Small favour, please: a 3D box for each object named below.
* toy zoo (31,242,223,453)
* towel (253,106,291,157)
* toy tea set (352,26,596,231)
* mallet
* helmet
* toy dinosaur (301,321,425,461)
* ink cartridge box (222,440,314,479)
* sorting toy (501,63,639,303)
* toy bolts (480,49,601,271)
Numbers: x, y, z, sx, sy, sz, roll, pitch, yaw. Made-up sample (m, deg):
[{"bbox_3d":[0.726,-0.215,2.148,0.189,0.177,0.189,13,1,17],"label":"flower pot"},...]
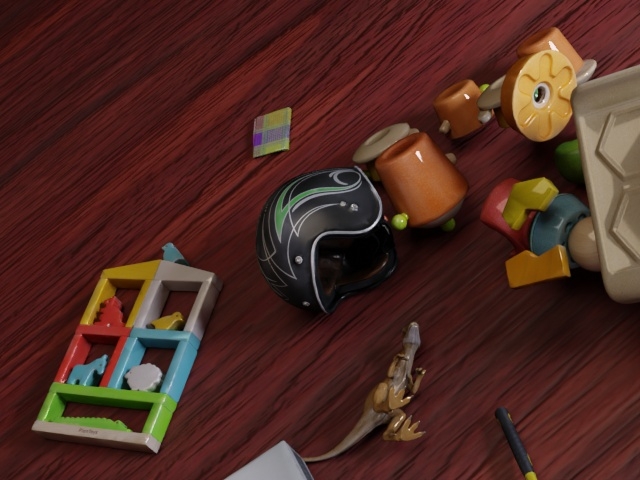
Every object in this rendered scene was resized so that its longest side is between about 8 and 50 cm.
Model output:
[{"bbox_3d":[-0.245,0.132,1.383,0.192,0.030,0.293,0,56,29],"label":"toy zoo"},{"bbox_3d":[-0.070,-0.157,1.524,0.060,0.009,0.083,-14,51,19],"label":"towel"},{"bbox_3d":[0.204,-0.127,1.306,0.336,0.124,0.200,-32,17,8],"label":"toy tea set"},{"bbox_3d":[0.214,0.246,1.044,0.039,0.062,0.190,-26,32,7],"label":"mallet"},{"bbox_3d":[0.000,0.000,1.263,0.161,0.169,0.169,-26,47,-3],"label":"helmet"},{"bbox_3d":[0.064,0.191,1.161,0.211,0.064,0.112,-51,16,-8],"label":"toy dinosaur"},{"bbox_3d":[-0.073,0.380,1.073,0.239,0.060,0.275,-34,48,0],"label":"ink cartridge box"},{"bbox_3d":[0.322,-0.057,1.034,0.307,0.041,0.229,-16,74,30],"label":"sorting toy"},{"bbox_3d":[0.287,-0.077,1.135,0.158,0.218,0.228,21,75,52],"label":"toy bolts"}]
